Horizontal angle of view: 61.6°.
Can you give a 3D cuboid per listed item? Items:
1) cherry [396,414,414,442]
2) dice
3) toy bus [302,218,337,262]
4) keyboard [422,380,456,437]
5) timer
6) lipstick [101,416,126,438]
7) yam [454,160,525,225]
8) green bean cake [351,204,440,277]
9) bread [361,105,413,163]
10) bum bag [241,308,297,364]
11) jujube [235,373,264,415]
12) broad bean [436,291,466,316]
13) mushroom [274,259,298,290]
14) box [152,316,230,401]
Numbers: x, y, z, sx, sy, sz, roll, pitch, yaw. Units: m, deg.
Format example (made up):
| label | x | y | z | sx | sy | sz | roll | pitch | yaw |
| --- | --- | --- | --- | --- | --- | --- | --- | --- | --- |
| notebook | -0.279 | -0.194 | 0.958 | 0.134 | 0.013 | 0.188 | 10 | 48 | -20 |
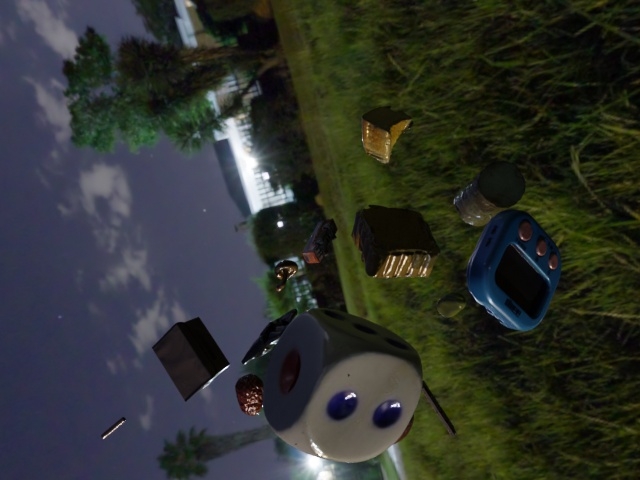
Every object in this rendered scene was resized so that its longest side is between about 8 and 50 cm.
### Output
| label | x | y | z | sx | sy | sz | roll | pitch | yaw |
| --- | --- | --- | --- | --- | --- | --- | --- | --- | --- |
| cherry | 0.253 | 0.718 | 2.207 | 0.212 | 0.285 | 0.236 | 4 | 86 | 51 |
| dice | 0.051 | 0.357 | 1.358 | 0.277 | 0.304 | 0.304 | 32 | 102 | 62 |
| toy bus | 0.000 | 0.000 | 1.918 | 0.065 | 0.077 | 0.192 | 64 | -145 | -31 |
| keyboard | 0.327 | 0.466 | 1.494 | 0.166 | 0.017 | 0.055 | 57 | -169 | -3 |
| timer | 0.589 | 0.090 | 1.632 | 0.340 | 0.309 | 0.115 | 38 | 162 | -30 |
| lipstick | -0.687 | 0.623 | 1.785 | 0.019 | 0.094 | 0.019 | 50 | -179 | -1 |
| yam | 0.573 | -0.153 | 1.861 | 0.304 | 0.168 | 0.168 | 112 | 145 | -74 |
| green bean cake | 0.219 | 0.006 | 1.594 | 0.224 | 0.229 | 0.131 | -106 | 24 | -48 |
| bread | 0.230 | -0.381 | 1.875 | 0.140 | 0.160 | 0.169 | 31 | 150 | 25 |
| bum bag | -0.158 | 0.298 | 1.647 | 0.060 | 0.248 | 0.123 | 42 | -143 | 4 |
| jujube | -0.284 | 0.627 | 2.183 | 0.109 | 0.112 | 0.176 | -63 | -29 | -62 |
| broad bean | 0.683 | 0.335 | 2.805 | 0.124 | 0.174 | 0.082 | 37 | -143 | -8 |
| mushroom | -0.145 | 0.129 | 2.051 | 0.130 | 0.072 | 0.088 | -58 | -35 | -14 |
| box | -0.504 | 0.458 | 2.110 | 0.252 | 0.188 | 0.153 | 51 | -158 | 10 |
